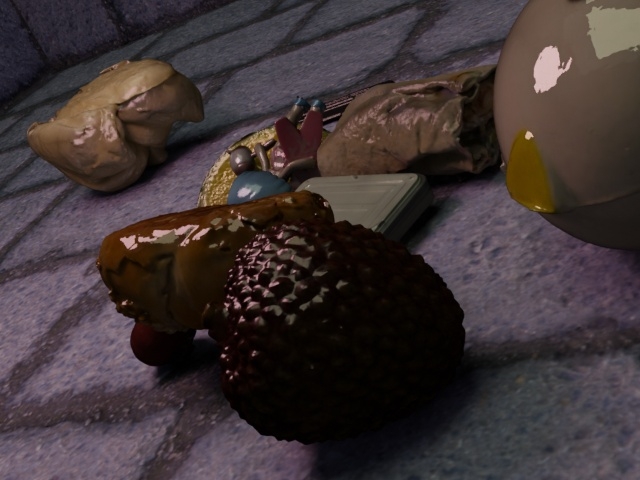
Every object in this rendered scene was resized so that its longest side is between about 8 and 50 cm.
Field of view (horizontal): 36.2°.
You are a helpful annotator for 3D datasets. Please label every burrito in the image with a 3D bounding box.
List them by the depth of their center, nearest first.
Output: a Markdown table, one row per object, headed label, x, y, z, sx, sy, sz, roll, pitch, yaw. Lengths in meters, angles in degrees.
| label | x | y | z | sx | sy | sz | roll | pitch | yaw |
| --- | --- | --- | --- | --- | --- | --- | --- | --- | --- |
| burrito | 0.124 | -0.172 | 1.491 | 0.331 | 0.135 | 0.190 | -6 | 65 | 42 |

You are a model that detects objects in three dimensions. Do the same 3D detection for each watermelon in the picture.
| label | x | y | z | sx | sy | sz | roll | pitch | yaw |
| --- | --- | --- | --- | --- | --- | --- | --- | --- | --- |
| watermelon | -0.093 | -0.115 | 1.715 | 0.301 | 0.123 | 0.129 | -29 | 45 | 2 |

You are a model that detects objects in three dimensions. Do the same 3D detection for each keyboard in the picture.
| label | x | y | z | sx | sy | sz | roll | pitch | yaw |
| --- | --- | --- | --- | --- | --- | --- | --- | --- | --- |
| keyboard | 0.027 | -0.263 | 1.979 | 0.262 | 0.016 | 0.106 | -16 | 26 | 23 |

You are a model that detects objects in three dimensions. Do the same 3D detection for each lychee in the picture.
| label | x | y | z | sx | sy | sz | roll | pitch | yaw |
| --- | --- | --- | --- | --- | --- | --- | --- | --- | --- |
| lychee | 0.012 | 0.094 | 1.006 | 0.271 | 0.236 | 0.236 | 5 | 31 | 10 |

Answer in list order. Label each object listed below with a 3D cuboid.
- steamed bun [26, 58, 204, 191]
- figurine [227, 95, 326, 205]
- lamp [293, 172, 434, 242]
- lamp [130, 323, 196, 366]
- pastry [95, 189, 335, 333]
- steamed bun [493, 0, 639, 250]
| label | x | y | z | sx | sy | sz | roll | pitch | yaw |
| --- | --- | --- | --- | --- | --- | --- | --- | --- | --- |
| steamed bun | -0.449 | -0.249 | 2.199 | 0.372 | 0.230 | 0.325 | -35 | 25 | -12 |
| figurine | -0.086 | -0.132 | 1.614 | 0.205 | 0.103 | 0.260 | 16 | 71 | 26 |
| lamp | 0.000 | 0.000 | 1.412 | 0.269 | 0.047 | 0.266 | 1 | 43 | 49 |
| lamp | -0.213 | 0.127 | 1.340 | 0.101 | 0.090 | 0.101 | -44 | -8 | -8 |
| pastry | -0.124 | 0.034 | 1.236 | 0.310 | 0.162 | 0.255 | -10 | 4 | 29 |
| steamed bun | 0.343 | -0.156 | 1.045 | 0.333 | 0.334 | 0.374 | -20 | 19 | 17 |
